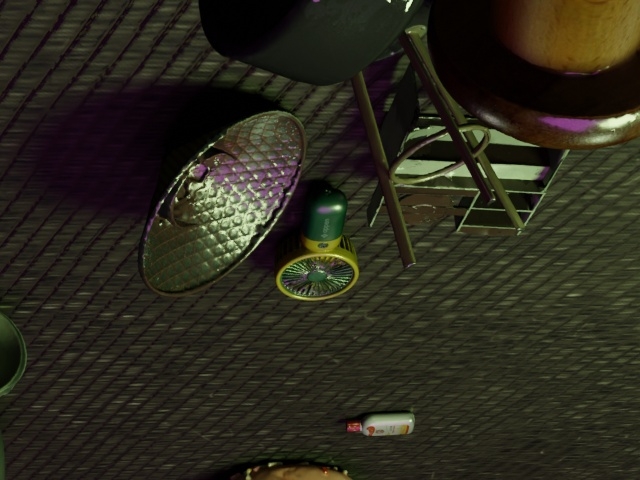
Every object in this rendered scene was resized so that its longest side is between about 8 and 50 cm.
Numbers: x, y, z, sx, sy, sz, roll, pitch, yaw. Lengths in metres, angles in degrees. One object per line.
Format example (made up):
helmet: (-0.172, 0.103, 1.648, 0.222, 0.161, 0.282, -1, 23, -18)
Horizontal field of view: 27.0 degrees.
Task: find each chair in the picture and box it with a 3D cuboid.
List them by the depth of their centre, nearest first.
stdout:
chair: (0.076, -0.099, 1.002, 0.095, 0.221, 0.104, -9, 158, -45)

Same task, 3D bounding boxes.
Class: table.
table: (0.127, -0.076, 1.146, 0.146, 0.062, 0.175, 2, 150, -13)

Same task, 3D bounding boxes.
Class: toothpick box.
toothpick box: (0.170, -0.197, 0.868, 0.192, 0.192, 0.294, -4, 140, -4)

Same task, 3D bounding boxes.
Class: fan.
fan: (0.000, 0.000, 1.265, 0.082, 0.039, 0.155, 0, 145, -9)

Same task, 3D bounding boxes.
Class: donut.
donut: (-0.056, 0.359, 1.763, 0.233, 0.085, 0.199, -19, 146, 19)

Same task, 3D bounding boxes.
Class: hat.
hat: (-0.106, -0.050, 1.141, 0.193, 0.082, 0.193, -40, 153, -25)

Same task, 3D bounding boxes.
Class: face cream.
face cream: (0.073, 0.227, 1.642, 0.083, 0.021, 0.040, -2, 146, -6)

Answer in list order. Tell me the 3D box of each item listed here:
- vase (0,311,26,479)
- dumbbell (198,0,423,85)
vase: (-0.401, 0.199, 1.400, 0.173, 0.173, 0.321, 7, 139, -19)
dumbbell: (-0.101, -0.225, 0.752, 0.322, 0.204, 0.204, 15, 141, -29)
